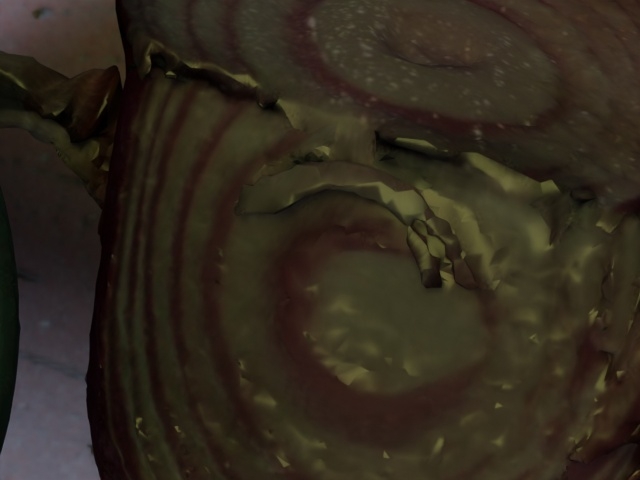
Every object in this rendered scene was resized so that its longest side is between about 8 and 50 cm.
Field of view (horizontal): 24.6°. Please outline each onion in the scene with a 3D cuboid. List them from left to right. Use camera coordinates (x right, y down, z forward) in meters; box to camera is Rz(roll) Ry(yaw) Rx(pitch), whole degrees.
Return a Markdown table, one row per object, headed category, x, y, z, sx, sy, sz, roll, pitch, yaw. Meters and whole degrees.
| category | x | y | z | sx | sy | sz | roll | pitch | yaw |
| --- | --- | --- | --- | --- | --- | --- | --- | --- | --- |
| onion | 0.028 | 0.014 | 0.532 | 0.272 | 0.256 | 0.231 | 28 | 128 | 33 |

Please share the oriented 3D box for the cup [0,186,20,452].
| category | x | y | z | sx | sy | sz | roll | pitch | yaw |
| --- | --- | --- | --- | --- | --- | --- | --- | --- | --- |
| cup | -0.296 | 0.001 | 0.448 | 0.310 | 0.392 | 0.401 | 11 | 112 | -30 |
